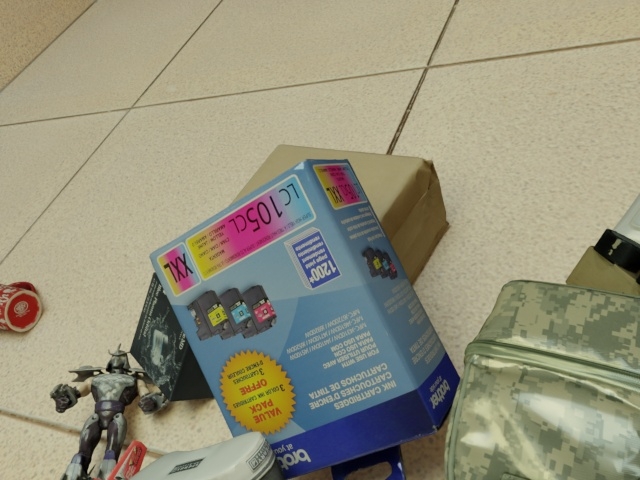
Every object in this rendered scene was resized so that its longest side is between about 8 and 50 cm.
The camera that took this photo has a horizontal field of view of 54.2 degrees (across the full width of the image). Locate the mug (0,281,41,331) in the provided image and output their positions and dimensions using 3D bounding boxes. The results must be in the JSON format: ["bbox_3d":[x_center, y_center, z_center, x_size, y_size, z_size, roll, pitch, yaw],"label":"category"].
[{"bbox_3d":[-0.703,0.132,1.390,0.169,0.113,0.150,4,52,29],"label":"mug"}]

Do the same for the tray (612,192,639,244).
[{"bbox_3d":[0.551,-0.014,0.851,0.270,0.030,0.145,24,64,44],"label":"tray"}]

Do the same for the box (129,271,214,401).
[{"bbox_3d":[-0.224,0.154,1.029,0.158,0.093,0.156,31,107,43],"label":"box"}]

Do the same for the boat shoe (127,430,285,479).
[{"bbox_3d":[-0.155,0.320,0.773,0.301,0.102,0.108,-27,7,32],"label":"boat shoe"}]

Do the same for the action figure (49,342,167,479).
[{"bbox_3d":[-0.343,0.293,1.005,0.185,0.099,0.285,-3,53,3],"label":"action figure"}]

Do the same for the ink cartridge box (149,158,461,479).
[{"bbox_3d":[-0.006,0.130,0.791,0.270,0.396,0.151,-29,-3,26],"label":"ink cartridge box"}]

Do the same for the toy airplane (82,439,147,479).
[{"bbox_3d":[-0.267,0.366,0.886,0.028,0.151,0.151,-46,18,51],"label":"toy airplane"}]

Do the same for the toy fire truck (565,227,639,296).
[{"bbox_3d":[0.450,0.091,0.734,0.159,0.246,0.217,-63,24,18],"label":"toy fire truck"}]

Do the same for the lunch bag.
[{"bbox_3d":[0.238,0.229,0.581,0.212,0.305,0.256,12,51,41],"label":"lunch bag"}]

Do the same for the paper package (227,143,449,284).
[{"bbox_3d":[0.000,0.000,1.060,0.324,0.168,0.309,13,55,38],"label":"paper package"}]
